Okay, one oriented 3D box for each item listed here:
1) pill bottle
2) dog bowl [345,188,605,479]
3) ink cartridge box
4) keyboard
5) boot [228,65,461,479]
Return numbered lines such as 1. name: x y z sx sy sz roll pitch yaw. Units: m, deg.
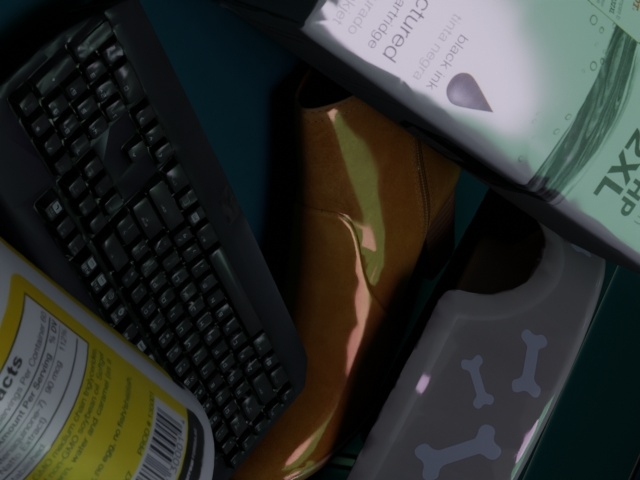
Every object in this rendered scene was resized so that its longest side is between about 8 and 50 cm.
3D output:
1. pill bottle: -0.148 0.062 0.583 0.208 0.119 0.119 46 68 -41
2. dog bowl: 0.098 0.122 1.048 0.349 0.102 0.349 -62 177 -6
3. ink cartridge box: 0.135 -0.143 0.800 0.307 0.129 0.223 31 91 -30
4. keyboard: -0.111 0.043 0.728 0.201 0.033 0.317 -44 137 -20
5. boot: 0.001 0.000 0.919 0.295 0.104 0.211 -52 145 -34
